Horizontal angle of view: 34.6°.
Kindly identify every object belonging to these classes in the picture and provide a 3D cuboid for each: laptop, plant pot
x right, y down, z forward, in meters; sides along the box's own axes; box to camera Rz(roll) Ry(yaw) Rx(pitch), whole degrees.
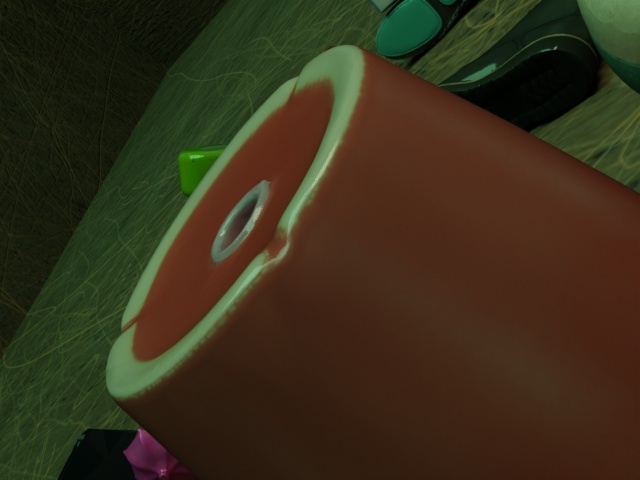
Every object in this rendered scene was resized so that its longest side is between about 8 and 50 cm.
[{"bbox_3d":[-0.247,0.340,1.114,0.264,0.136,0.234,106,-175,-53],"label":"laptop"},{"bbox_3d":[0.049,0.054,0.503,0.275,0.243,0.275,-46,20,23],"label":"plant pot"}]

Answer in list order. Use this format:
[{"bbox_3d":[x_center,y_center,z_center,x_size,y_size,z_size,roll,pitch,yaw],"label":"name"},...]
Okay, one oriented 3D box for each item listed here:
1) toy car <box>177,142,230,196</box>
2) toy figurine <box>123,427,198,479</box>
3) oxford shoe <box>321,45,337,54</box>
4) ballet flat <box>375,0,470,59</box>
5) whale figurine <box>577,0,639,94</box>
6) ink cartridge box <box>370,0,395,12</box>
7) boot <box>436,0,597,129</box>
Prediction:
[{"bbox_3d":[0.000,0.000,0.722,0.148,0.155,0.188,-1,12,21],"label":"toy car"},{"bbox_3d":[-0.138,0.170,1.017,0.173,0.130,0.159,112,176,-67],"label":"toy figurine"},{"bbox_3d":[0.010,-0.134,1.189,0.098,0.096,0.271,-49,18,34],"label":"oxford shoe"},{"bbox_3d":[0.141,-0.277,1.185,0.188,0.070,0.070,-37,25,39],"label":"ballet flat"},{"bbox_3d":[0.272,-0.142,0.527,0.272,0.141,0.216,-1,52,38],"label":"whale figurine"},{"bbox_3d":[0.109,-0.363,1.276,0.134,0.078,0.231,-42,7,17],"label":"ink cartridge box"},{"bbox_3d":[0.162,-0.149,0.883,0.197,0.077,0.137,-16,35,42],"label":"boot"}]
